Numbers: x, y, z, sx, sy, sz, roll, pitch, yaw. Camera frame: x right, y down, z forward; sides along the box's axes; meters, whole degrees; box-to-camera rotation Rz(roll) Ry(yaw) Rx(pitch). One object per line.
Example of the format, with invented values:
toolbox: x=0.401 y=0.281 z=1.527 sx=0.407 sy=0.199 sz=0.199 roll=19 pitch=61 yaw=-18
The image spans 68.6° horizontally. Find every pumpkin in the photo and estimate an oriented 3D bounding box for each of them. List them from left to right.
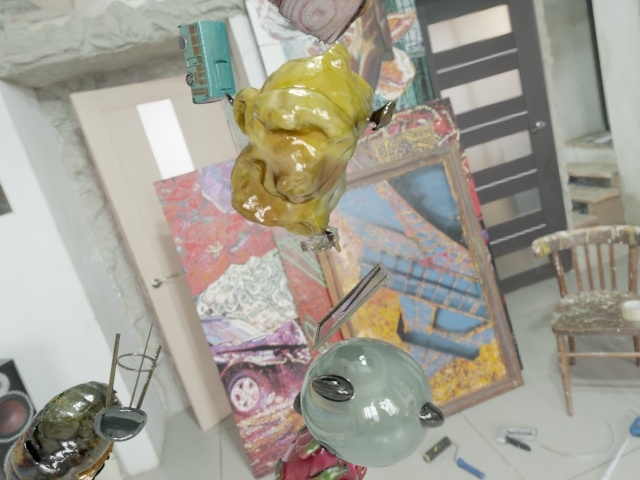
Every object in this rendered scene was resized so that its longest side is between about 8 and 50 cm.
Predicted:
pumpkin: x=-0.641 y=0.519 z=1.198 sx=0.320 sy=0.192 sz=0.320 roll=-60 pitch=2 yaw=4

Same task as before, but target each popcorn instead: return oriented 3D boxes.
popcorn: x=-0.041 y=-0.168 z=0.784 sx=0.315 sy=0.281 sz=0.297 roll=-58 pitch=-6 yaw=-1

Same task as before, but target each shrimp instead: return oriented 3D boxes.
shrimp: x=0.039 y=-0.008 z=1.484 sx=0.023 sy=0.059 sz=0.108 roll=-28 pitch=53 yaw=-2

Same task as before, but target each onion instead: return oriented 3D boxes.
onion: x=-0.016 y=-0.622 z=1.107 sx=0.256 sy=0.230 sz=0.272 roll=-24 pitch=-31 yaw=14

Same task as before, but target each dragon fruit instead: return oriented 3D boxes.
dragon fruit: x=-0.010 y=0.520 z=1.015 sx=0.218 sy=0.198 sz=0.272 roll=13 pitch=64 yaw=53

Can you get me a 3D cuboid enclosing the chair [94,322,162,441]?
chair: x=-0.384 y=0.285 z=0.958 sx=0.095 sy=0.104 sz=0.221 roll=-43 pitch=35 yaw=42

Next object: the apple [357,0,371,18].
apple: x=0.041 y=-0.703 z=1.302 sx=0.196 sy=0.195 sz=0.196 roll=-15 pitch=13 yaw=4

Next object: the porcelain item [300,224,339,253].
porcelain item: x=0.000 y=0.000 z=1.545 sx=0.054 sy=0.084 sz=0.213 roll=-13 pitch=3 yaw=25

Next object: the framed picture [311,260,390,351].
framed picture: x=0.098 y=0.210 z=1.564 sx=0.335 sy=0.022 sz=0.247 roll=-45 pitch=3 yaw=7

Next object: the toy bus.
toy bus: x=-0.236 y=-0.374 z=0.992 sx=0.092 sy=0.160 sz=0.079 roll=10 pitch=24 yaw=41

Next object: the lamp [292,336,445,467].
lamp: x=0.059 y=0.242 z=0.713 sx=0.198 sy=0.197 sz=0.244 roll=-22 pitch=-11 yaw=-22
